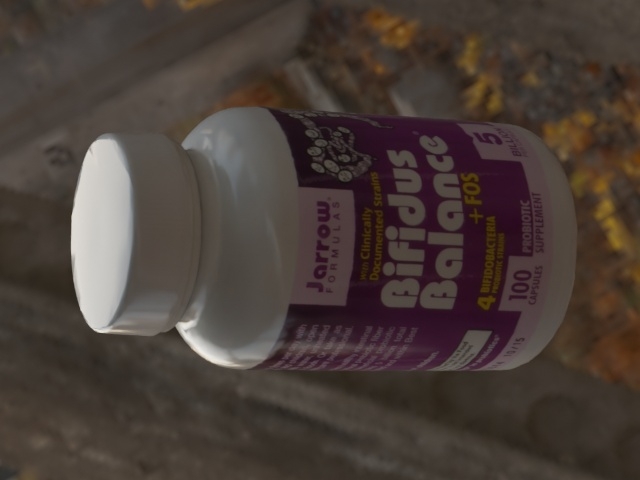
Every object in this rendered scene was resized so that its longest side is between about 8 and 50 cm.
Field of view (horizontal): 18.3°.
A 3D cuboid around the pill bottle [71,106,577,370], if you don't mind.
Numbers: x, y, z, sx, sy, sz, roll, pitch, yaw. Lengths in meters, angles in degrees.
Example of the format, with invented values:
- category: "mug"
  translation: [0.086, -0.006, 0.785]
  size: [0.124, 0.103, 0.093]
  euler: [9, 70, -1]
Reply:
- category: "pill bottle"
  translation: [0.000, 0.000, 1.282]
  size: [0.169, 0.301, 0.169]
  euler: [-179, 90, -65]
